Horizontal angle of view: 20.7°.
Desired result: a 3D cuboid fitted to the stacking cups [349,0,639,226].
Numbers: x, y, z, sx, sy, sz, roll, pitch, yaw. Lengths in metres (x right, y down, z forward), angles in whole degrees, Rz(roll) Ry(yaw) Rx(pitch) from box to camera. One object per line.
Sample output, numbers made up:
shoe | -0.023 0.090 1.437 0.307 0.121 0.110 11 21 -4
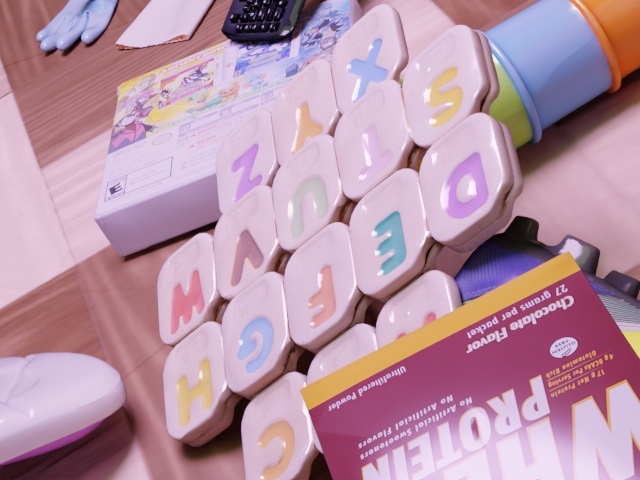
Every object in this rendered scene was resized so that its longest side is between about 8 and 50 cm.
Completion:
stacking cups | 0.144 -0.110 1.138 0.316 0.096 0.096 -29 32 -9

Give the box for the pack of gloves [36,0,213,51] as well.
pack of gloves | -0.154 -0.258 1.597 0.195 0.046 0.232 -4 40 35

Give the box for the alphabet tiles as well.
alphabet tiles | 0.000 0.000 1.017 0.284 0.021 0.278 -38 43 32

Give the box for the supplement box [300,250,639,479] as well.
supplement box | 0.106 0.149 0.698 0.129 0.194 0.191 -28 33 3

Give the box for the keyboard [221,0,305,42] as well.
keyboard | -0.037 -0.239 1.353 0.100 0.038 0.192 -1 59 40

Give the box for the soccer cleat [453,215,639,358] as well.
soccer cleat | 0.159 0.085 0.866 0.121 0.093 0.289 -58 39 0

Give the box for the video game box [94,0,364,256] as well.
video game box | -0.060 -0.088 1.290 0.205 0.048 0.187 -20 36 15

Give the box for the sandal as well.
sandal | -0.315 0.172 1.088 0.416 0.102 0.169 -18 17 -7
